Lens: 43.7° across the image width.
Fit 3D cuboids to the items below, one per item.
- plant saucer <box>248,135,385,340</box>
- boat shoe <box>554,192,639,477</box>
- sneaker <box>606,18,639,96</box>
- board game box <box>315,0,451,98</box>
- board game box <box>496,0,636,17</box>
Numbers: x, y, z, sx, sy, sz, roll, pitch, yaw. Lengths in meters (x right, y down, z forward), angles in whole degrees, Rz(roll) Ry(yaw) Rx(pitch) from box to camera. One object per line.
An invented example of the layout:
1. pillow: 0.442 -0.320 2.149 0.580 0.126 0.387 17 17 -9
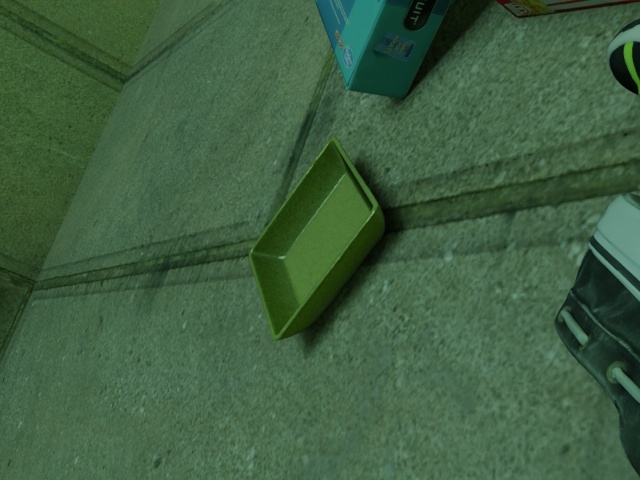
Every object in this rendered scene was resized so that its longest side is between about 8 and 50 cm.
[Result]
1. plant saucer: 0.000 0.000 0.901 0.188 0.045 0.188 -54 28 17
2. boat shoe: 0.212 0.087 0.391 0.335 0.121 0.119 -92 24 -69
3. sneaker: 0.244 -0.071 0.501 0.097 0.084 0.234 -58 28 12
4. board game box: 0.093 -0.371 0.889 0.336 0.079 0.253 116 150 -42
5. board game box: 0.193 -0.259 0.692 0.045 0.147 0.193 -64 27 -3
